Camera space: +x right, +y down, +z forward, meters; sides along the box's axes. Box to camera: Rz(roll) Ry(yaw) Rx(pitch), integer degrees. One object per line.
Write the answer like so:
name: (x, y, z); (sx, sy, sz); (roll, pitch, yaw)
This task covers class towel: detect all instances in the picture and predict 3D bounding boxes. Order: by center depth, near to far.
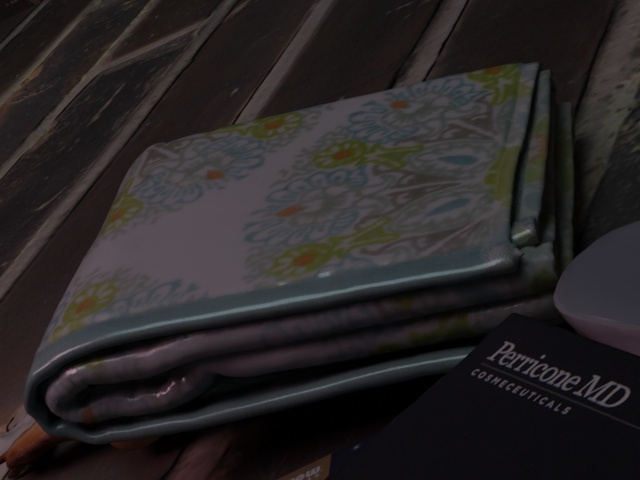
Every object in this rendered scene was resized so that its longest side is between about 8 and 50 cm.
towel: (0.000, 0.000, 1.084); (0.374, 0.090, 0.320); (-11, 27, 16)

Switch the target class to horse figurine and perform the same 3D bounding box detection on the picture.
horse figurine: (-0.137, 0.111, 1.163); (0.174, 0.066, 0.263); (-41, 20, -32)

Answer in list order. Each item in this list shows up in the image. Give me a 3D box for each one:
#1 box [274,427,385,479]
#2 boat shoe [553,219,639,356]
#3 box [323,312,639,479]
box: (0.010, 0.175, 0.867); (0.136, 0.036, 0.225); (-27, 22, 16)
boat shoe: (0.215, 0.067, 0.719); (0.113, 0.105, 0.306); (-43, 17, -12)
box: (0.081, 0.213, 0.495); (0.312, 0.179, 0.343); (-39, 23, -14)
